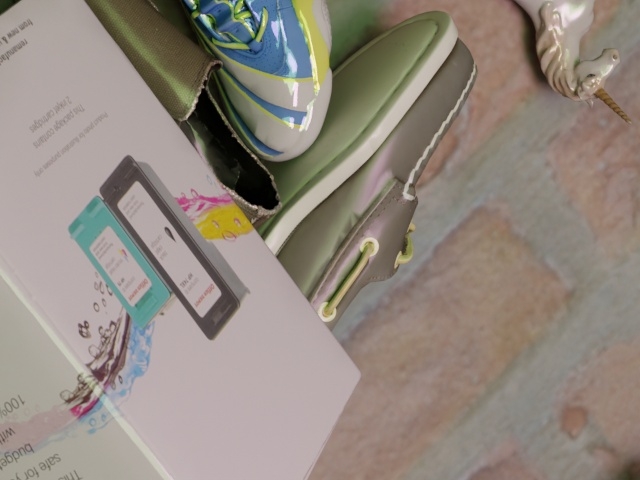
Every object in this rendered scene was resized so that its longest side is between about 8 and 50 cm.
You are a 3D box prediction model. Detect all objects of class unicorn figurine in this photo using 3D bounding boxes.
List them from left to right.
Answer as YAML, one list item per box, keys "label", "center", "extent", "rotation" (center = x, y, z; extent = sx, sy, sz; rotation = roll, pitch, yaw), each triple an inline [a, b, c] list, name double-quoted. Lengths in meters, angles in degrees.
- label: "unicorn figurine"
  center: [0.155, -0.163, 1.172]
  extent: [0.162, 0.060, 0.111]
  rotation: [35, 81, -7]

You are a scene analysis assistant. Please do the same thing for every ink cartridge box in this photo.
- label: "ink cartridge box"
  center: [-0.152, 0.051, 0.907]
  extent: [0.270, 0.198, 0.197]
  rotation: [54, 29, -11]

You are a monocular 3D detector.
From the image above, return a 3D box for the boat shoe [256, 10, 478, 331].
- label: "boat shoe"
  center: [-0.002, -0.001, 1.084]
  extent: [0.091, 0.109, 0.305]
  rotation: [40, 84, -23]

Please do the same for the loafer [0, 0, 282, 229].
- label: "loafer"
  center: [-0.096, -0.098, 0.993]
  extent: [0.251, 0.087, 0.094]
  rotation: [60, 29, -26]

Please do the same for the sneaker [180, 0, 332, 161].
- label: "sneaker"
  center: [-0.072, -0.159, 1.029]
  extent: [0.126, 0.091, 0.240]
  rotation: [-11, 89, -47]
